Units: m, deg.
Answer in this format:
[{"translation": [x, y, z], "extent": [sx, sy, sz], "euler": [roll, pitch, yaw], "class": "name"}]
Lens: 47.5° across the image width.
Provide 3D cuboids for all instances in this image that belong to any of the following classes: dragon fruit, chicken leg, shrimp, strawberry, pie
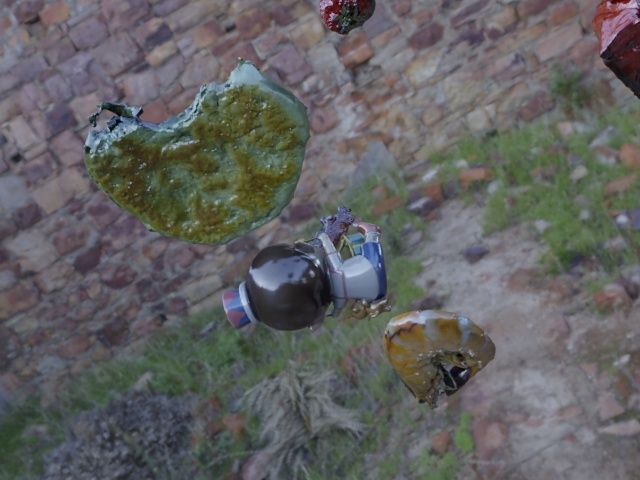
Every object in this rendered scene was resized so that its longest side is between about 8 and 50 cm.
[{"translation": [0.332, -0.191, 0.607], "extent": [0.192, 0.122, 0.092], "euler": [-21, -1, 28], "class": "dragon fruit"}, {"translation": [0.006, 0.001, 1.671], "extent": [0.089, 0.048, 0.219], "euler": [17, 59, 41], "class": "chicken leg"}, {"translation": [0.176, 0.177, 1.042], "extent": [0.152, 0.287, 0.063], "euler": [-5, 54, 14], "class": "shrimp"}, {"translation": [0.040, -0.400, 1.216], "extent": [0.106, 0.106, 0.106], "euler": [-29, 11, 6], "class": "strawberry"}, {"translation": [-0.185, -0.126, 1.174], "extent": [0.371, 0.296, 0.078], "euler": [-17, 33, 9], "class": "pie"}]

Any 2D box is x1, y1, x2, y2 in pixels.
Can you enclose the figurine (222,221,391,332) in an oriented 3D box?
[{"translation": [-0.023, 0.066, 1.181], "extent": [0.275, 0.161, 0.158], "euler": [-10, 17, -11], "class": "figurine"}]
